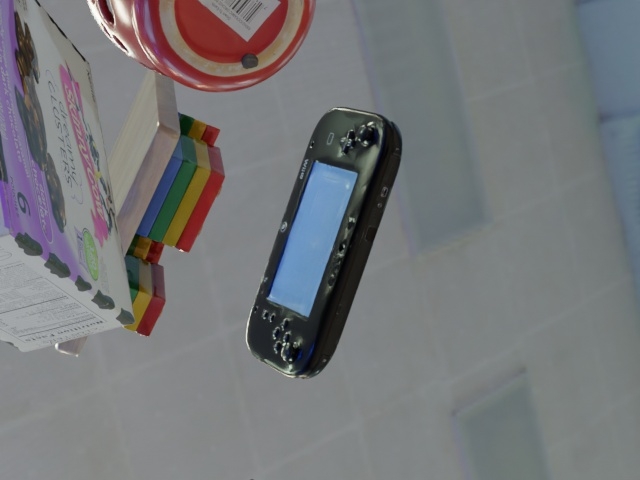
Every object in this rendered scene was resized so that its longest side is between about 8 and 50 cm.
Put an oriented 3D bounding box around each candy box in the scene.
[{"bbox_3d":[-0.163,-0.046,0.682,0.196,0.070,0.164,61,-165,-73],"label":"candy box"}]

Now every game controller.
[{"bbox_3d":[0.000,0.000,1.593,0.067,0.166,0.319,19,-89,-41],"label":"game controller"}]

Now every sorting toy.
[{"bbox_3d":[-0.185,-0.031,1.442,0.089,0.255,0.257,22,-72,-16],"label":"sorting toy"}]

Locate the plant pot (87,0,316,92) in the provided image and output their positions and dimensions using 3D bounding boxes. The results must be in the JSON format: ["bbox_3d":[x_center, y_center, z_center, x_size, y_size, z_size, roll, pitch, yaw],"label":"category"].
[{"bbox_3d":[-0.109,-0.231,1.243,0.191,0.174,0.191,-9,-64,-18],"label":"plant pot"}]

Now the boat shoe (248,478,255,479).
[{"bbox_3d":[-0.140,0.325,1.385,0.219,0.078,0.070,-32,-104,-22],"label":"boat shoe"}]
